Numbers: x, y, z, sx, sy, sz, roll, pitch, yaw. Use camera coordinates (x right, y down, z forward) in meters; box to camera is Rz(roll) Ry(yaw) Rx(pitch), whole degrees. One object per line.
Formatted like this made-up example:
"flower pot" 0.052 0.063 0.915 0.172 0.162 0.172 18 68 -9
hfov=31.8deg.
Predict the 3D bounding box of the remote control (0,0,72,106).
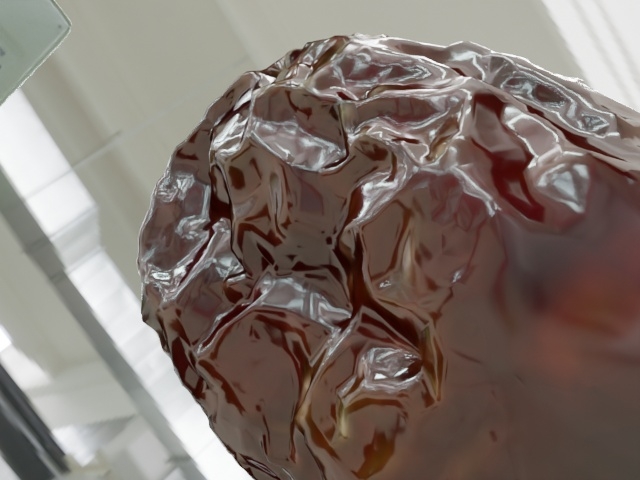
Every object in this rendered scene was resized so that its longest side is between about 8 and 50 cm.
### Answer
"remote control" -0.363 -0.152 1.064 0.038 0.285 0.123 8 -34 49

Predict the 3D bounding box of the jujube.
"jujube" 0.076 0.047 0.538 0.377 0.276 0.277 43 -31 51
